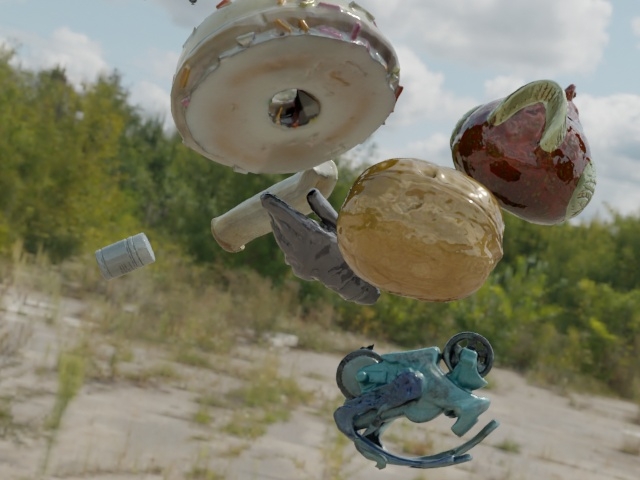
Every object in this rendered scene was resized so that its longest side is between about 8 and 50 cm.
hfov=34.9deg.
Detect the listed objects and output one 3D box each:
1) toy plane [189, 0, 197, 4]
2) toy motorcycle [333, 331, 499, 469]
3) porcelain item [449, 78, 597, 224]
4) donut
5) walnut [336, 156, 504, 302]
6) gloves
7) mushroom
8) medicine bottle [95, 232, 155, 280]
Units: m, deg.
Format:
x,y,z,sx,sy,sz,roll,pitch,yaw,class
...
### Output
x,y,z,sx,sy,sz,roll,pitch,yaw,class
-0.312,-0.470,1.870,0.226,0.058,0.226,10,15,1,toy plane
0.153,0.258,1.615,0.260,0.206,0.154,-9,-10,9,toy motorcycle
0.334,-0.152,1.594,0.253,0.253,0.253,12,-2,0,porcelain item
-0.057,-0.257,1.636,0.382,0.142,0.382,-10,-31,-6,donut
0.131,-0.014,1.349,0.225,0.193,0.193,20,1,20,walnut
0.005,0.007,1.788,0.285,0.142,0.119,39,14,-15,gloves
-0.094,-0.075,2.171,0.351,0.095,0.123,-32,-29,33,mushroom
-0.343,0.028,1.790,0.091,0.058,0.058,-22,-2,-1,medicine bottle
